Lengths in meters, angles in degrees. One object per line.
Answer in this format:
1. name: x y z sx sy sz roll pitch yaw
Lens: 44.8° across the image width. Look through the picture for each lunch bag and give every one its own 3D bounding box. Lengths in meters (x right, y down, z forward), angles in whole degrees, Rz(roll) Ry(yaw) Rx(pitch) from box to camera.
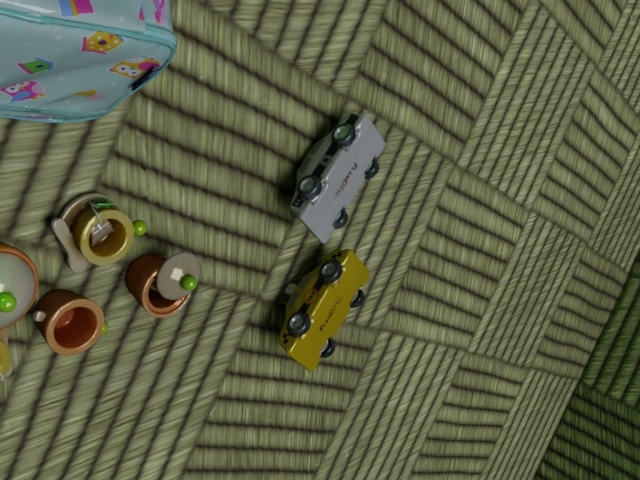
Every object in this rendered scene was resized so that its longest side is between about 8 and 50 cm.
1. lunch bag: -0.279 -0.182 0.690 0.279 0.224 0.107 0 72 -44

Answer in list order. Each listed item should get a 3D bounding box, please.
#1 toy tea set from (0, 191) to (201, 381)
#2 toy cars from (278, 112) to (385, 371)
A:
1. toy tea set: -0.277 0.061 0.879 0.336 0.124 0.200 -23 125 -37
2. toy cars: 0.000 0.000 1.171 0.176 0.087 0.393 -14 116 -47
